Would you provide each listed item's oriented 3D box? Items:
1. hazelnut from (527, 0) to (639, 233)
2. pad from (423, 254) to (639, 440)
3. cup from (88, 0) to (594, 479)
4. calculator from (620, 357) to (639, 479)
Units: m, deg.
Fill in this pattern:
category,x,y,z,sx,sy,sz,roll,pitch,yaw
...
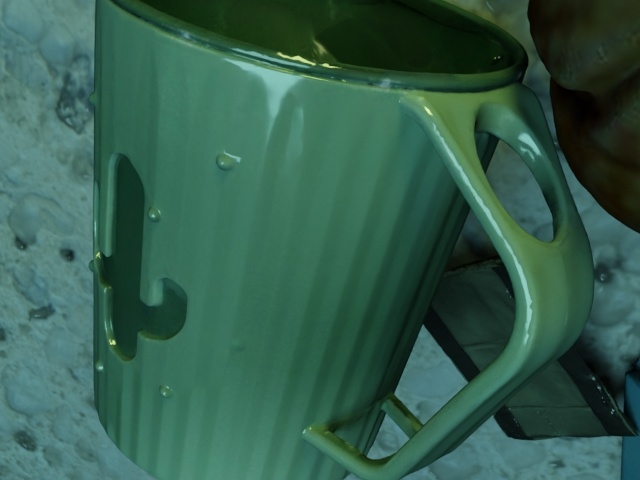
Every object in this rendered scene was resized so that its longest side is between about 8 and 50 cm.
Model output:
category,x,y,z,sx,sy,sz,roll,pitch,yaw
hazelnut,0.306,-0.159,0.474,0.359,0.359,0.409,44,124,-6
pad,0.191,0.115,0.868,0.233,0.022,0.174,51,146,-12
cup,-0.024,-0.003,0.660,0.310,0.401,0.393,4,118,-17
calculator,0.347,0.246,0.824,0.051,0.173,0.293,-13,119,-9
